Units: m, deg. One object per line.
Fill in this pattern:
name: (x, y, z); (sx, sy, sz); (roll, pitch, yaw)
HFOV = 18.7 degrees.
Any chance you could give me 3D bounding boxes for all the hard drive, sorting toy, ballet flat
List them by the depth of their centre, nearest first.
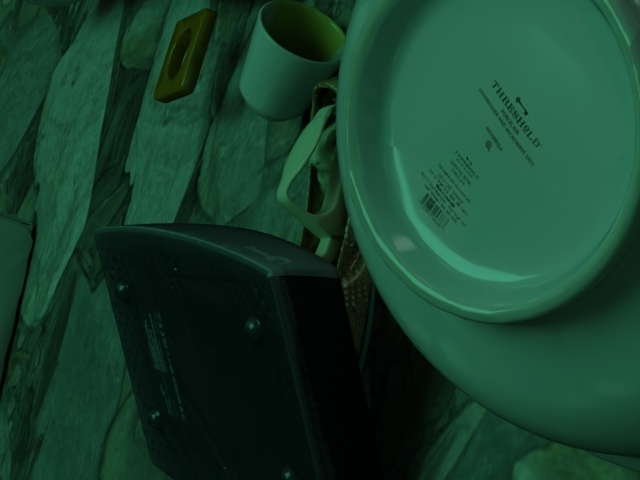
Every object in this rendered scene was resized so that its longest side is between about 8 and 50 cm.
hard drive: (-0.048, 0.071, 1.096); (0.255, 0.054, 0.172); (10, 115, 63)
ballet flat: (0.000, 0.000, 1.119); (0.073, 0.067, 0.206); (-18, 57, 57)
sorting toy: (-0.038, -0.256, 1.397); (0.347, 0.047, 0.196); (-69, 21, 1)

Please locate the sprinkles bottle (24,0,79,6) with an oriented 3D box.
sprinkles bottle: (-0.179, -0.278, 1.542); (0.355, 0.121, 0.121); (165, 121, -69)

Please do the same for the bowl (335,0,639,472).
bowl: (0.103, -0.045, 0.741); (0.298, 0.134, 0.297); (3, 95, 43)

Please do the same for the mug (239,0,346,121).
mug: (-0.017, -0.112, 1.258); (0.062, 0.078, 0.064); (49, 131, 24)

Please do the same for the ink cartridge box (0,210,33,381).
ink cartridge box: (-0.377, 0.089, 1.728); (0.278, 0.117, 0.201); (-23, 53, 56)
